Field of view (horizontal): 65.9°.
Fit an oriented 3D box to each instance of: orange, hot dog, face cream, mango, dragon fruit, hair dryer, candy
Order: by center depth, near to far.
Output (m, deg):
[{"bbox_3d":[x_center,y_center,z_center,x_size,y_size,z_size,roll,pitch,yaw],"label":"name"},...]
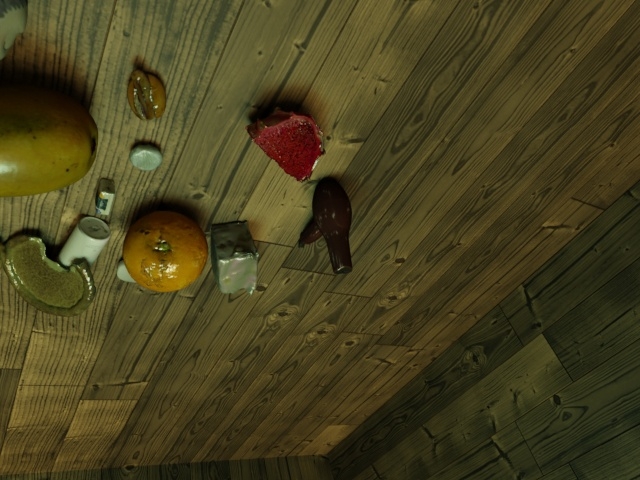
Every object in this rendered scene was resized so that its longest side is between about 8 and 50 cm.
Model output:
[{"bbox_3d":[-0.697,-0.205,1.027,0.446,0.300,0.232,-12,121,-39],"label":"mango"},{"bbox_3d":[-0.418,-0.350,1.190,0.090,0.060,0.140,-7,135,-21],"label":"hot dog"},{"bbox_3d":[-0.083,-0.289,1.351,0.161,0.126,0.274,-41,146,9],"label":"dragon fruit"},{"bbox_3d":[-0.460,0.032,1.472,0.246,0.246,0.246,-11,139,-10],"label":"orange"},{"bbox_3d":[-0.756,0.073,1.504,0.102,0.102,0.345,22,125,-38],"label":"face cream"},{"bbox_3d":[-0.281,0.057,1.606,0.137,0.184,0.195,-9,139,-18],"label":"candy"},{"bbox_3d":[0.000,0.000,1.614,0.123,0.312,0.340,4,155,-24],"label":"hair dryer"}]

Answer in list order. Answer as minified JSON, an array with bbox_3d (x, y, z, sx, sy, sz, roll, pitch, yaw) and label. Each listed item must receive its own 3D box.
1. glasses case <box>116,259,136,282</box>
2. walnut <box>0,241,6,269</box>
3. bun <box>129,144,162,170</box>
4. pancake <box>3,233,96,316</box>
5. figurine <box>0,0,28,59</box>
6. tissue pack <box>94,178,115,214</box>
[{"bbox_3d":[-0.552,0.102,1.644,0.234,0.059,0.092,2,137,-24],"label":"glasses case"},{"bbox_3d":[-0.975,0.050,1.357,0.184,0.155,0.155,-12,139,-5],"label":"walnut"},{"bbox_3d":[-0.468,-0.225,1.322,0.083,0.045,0.083,-13,141,-11],"label":"bun"},{"bbox_3d":[-0.801,0.105,1.454,0.286,0.033,0.288,-15,111,20],"label":"pancake"},{"bbox_3d":[-0.658,-0.519,0.852,0.361,0.266,0.377,40,81,-18],"label":"figurine"},{"bbox_3d":[-0.600,-0.121,1.373,0.042,0.062,0.083,9,133,-32],"label":"tissue pack"}]
